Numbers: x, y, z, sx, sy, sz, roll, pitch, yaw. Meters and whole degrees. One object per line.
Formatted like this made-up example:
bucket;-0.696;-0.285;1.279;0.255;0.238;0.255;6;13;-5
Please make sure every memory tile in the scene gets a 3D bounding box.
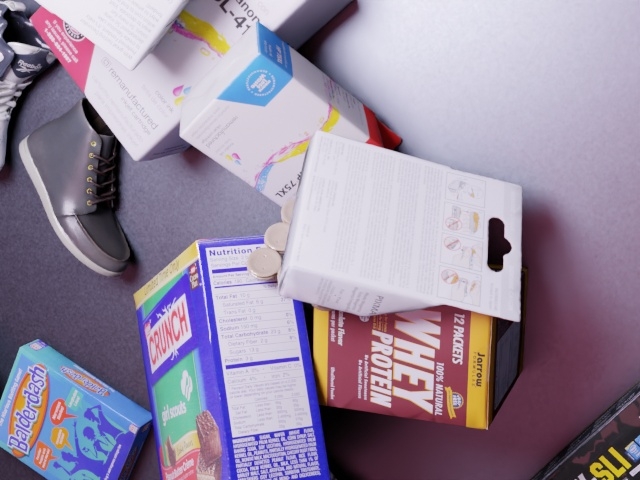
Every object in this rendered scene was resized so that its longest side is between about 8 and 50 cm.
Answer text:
memory tile;0.000;0.000;1.071;0.113;0.148;0.012;23;148;16

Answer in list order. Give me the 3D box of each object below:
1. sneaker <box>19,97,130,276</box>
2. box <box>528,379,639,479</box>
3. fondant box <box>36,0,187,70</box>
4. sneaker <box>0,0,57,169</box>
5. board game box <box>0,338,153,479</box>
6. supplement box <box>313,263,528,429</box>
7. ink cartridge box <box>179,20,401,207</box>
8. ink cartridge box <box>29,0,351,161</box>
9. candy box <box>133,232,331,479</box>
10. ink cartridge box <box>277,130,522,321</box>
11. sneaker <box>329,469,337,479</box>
sneaker;-0.292;-0.068;1.310;0.118;0.083;0.222;-34;86;23
box;0.374;0.317;1.127;0.257;0.079;0.322;44;113;10
fondant box;-0.186;-0.376;1.019;0.238;0.096;0.330;37;110;-12
sneaker;-0.412;-0.204;1.323;0.153;0.094;0.235;-1;90;30
board game box;-0.350;0.260;1.419;0.210;0.047;0.160;29;110;15
supplement box;0.114;0.103;1.122;0.191;0.194;0.129;5;102;20
ink cartridge box;-0.026;-0.116;1.133;0.231;0.078;0.134;34;117;-28
ink cartridge box;-0.153;-0.273;1.188;0.306;0.131;0.226;-39;85;25
candy box;-0.107;0.177;1.152;0.268;0.122;0.317;145;119;-61
ink cartridge box;0.085;-0.004;1.039;0.232;0.189;0.066;17;140;-8
sneaker;-0.031;0.428;1.301;0.118;0.110;0.292;30;111;4
